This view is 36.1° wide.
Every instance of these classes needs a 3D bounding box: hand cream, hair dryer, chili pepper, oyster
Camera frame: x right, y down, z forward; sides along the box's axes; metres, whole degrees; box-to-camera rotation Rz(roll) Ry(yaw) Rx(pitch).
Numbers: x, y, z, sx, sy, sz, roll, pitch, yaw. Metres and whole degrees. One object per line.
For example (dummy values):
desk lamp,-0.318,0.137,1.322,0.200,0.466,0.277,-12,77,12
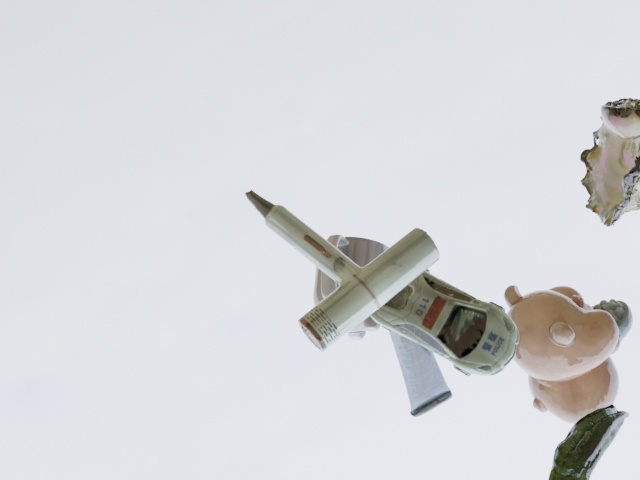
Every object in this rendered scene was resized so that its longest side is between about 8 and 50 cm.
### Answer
hand cream,0.170,0.213,1.763,0.088,0.256,0.055,-29,-148,-10
hair dryer,0.005,-0.006,0.981,0.155,0.183,0.044,-36,169,-14
chili pepper,0.392,0.318,1.466,0.065,0.122,0.279,23,-137,29
oyster,0.469,-0.135,1.513,0.092,0.259,0.198,-2,-119,-3

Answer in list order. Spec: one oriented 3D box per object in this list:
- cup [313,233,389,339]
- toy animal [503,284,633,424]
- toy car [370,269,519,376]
cup,0.056,0.077,1.632,0.134,0.173,0.142,10,-115,-5
toy animal,0.427,0.200,1.740,0.229,0.221,0.210,5,-163,-26
toy car,0.150,0.095,1.221,0.205,0.056,0.095,28,-94,34
